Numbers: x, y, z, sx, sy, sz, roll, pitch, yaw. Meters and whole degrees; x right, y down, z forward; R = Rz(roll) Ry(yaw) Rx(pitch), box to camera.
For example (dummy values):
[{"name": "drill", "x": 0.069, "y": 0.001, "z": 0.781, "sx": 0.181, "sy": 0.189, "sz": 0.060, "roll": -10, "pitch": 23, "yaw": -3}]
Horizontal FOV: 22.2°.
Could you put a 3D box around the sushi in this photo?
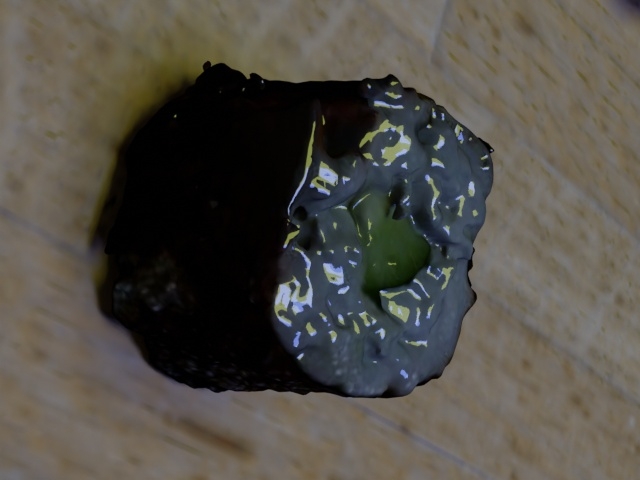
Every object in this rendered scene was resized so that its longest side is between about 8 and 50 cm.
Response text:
[{"name": "sushi", "x": -0.001, "y": 0.000, "z": 0.463, "sx": 0.098, "sy": 0.084, "sz": 0.094, "roll": 30, "pitch": 70, "yaw": -43}]
